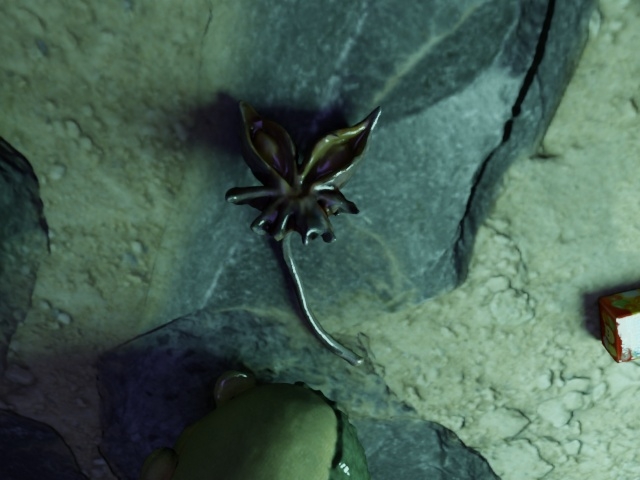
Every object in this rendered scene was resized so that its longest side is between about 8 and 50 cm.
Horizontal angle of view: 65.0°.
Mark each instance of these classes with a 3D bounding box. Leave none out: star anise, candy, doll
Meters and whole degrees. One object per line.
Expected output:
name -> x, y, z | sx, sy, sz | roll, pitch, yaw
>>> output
star anise -> 0.000, 0.000, 0.486 | 0.148, 0.218, 0.227 | -29, 160, -17
candy -> 0.353, 0.078, 0.508 | 0.122, 0.038, 0.062 | -15, 115, 7
doll -> -0.049, 0.312, 0.533 | 0.248, 0.247, 0.349 | -17, 121, 8
